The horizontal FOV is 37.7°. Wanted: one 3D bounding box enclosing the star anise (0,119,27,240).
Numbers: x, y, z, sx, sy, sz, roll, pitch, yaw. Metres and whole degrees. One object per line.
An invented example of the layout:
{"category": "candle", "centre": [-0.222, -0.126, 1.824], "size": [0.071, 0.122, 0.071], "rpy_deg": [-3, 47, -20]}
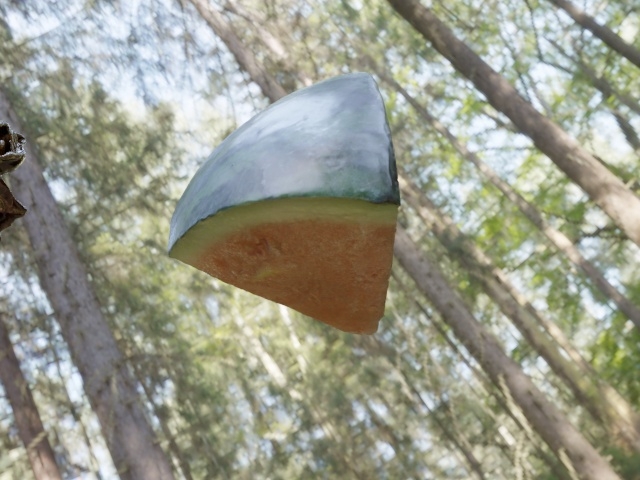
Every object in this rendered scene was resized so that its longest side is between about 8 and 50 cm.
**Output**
{"category": "star anise", "centre": [-0.358, -0.084, 0.830], "size": [0.099, 0.214, 0.220], "rpy_deg": [-32, -42, 13]}

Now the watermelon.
{"category": "watermelon", "centre": [-0.017, -0.012, 1.001], "size": [0.283, 0.292, 0.250], "rpy_deg": [-28, 0, 14]}
